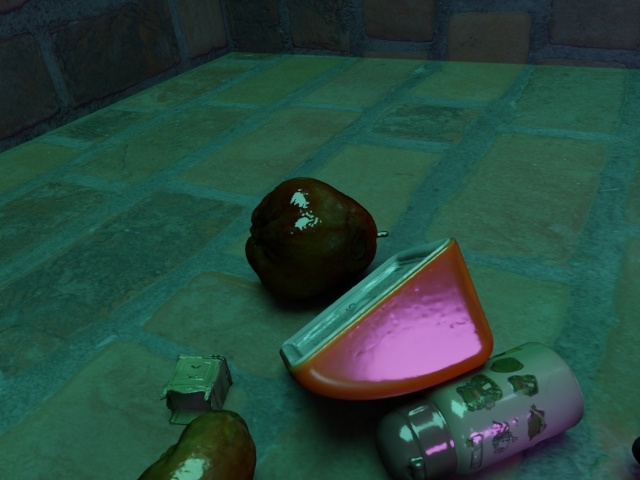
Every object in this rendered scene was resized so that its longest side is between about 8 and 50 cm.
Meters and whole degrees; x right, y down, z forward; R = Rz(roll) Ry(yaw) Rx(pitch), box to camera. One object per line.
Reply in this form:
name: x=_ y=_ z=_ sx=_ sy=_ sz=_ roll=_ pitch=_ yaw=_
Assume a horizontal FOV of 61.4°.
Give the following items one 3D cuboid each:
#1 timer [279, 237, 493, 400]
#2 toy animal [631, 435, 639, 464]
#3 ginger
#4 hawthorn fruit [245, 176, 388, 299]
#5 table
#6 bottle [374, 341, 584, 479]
timer: x=0.068 y=0.124 z=0.739 sx=0.250 sy=0.161 sz=0.257 roll=-22 pitch=-2 yaw=-9
toy animal: x=0.497 y=0.203 z=0.617 sx=0.298 sy=0.122 sz=0.185 roll=-26 pitch=1 yaw=-35
ginger: x=-0.191 y=0.324 z=0.567 sx=0.321 sy=0.172 sz=0.165 roll=-26 pitch=-1 yaw=-36
hawthorn fruit: x=0.000 y=0.000 z=0.987 sx=0.261 sy=0.224 sz=0.224 roll=3 pitch=28 yaw=-22
table: x=-0.183 y=0.220 z=0.798 sx=0.079 sy=0.062 sz=0.083 roll=-1 pitch=34 yaw=10
bottle: x=0.190 y=0.221 z=0.677 sx=0.253 sy=0.120 sz=0.120 roll=-16 pitch=34 yaw=-15
